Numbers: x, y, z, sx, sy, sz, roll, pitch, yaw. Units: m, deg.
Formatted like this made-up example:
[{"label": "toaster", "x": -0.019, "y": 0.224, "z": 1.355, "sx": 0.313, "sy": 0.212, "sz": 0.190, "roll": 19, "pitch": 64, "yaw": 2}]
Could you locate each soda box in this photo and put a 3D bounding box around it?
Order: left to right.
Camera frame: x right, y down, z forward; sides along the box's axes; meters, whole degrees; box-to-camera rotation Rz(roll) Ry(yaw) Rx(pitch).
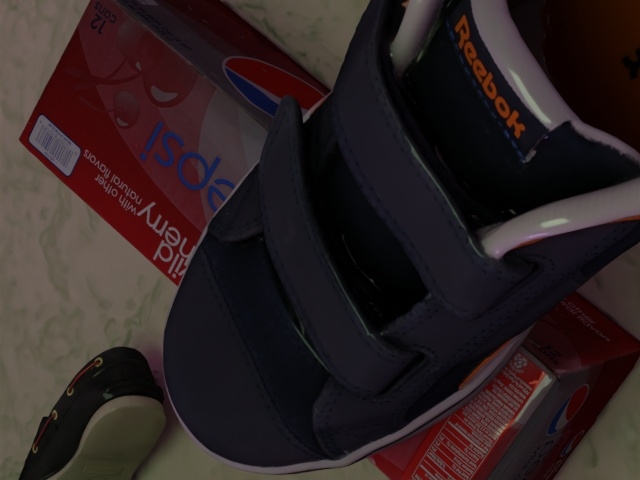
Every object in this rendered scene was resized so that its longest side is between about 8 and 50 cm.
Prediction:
[{"label": "soda box", "x": 0.000, "y": 0.000, "z": 0.735, "sx": 0.263, "sy": 0.092, "sz": 0.083, "roll": 41, "pitch": 113, "yaw": 23}]

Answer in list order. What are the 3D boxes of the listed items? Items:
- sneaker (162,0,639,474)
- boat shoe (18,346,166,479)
[{"label": "sneaker", "x": 0.045, "y": -0.025, "z": 0.587, "sx": 0.321, "sy": 0.127, "sz": 0.126, "roll": -38, "pitch": 72, "yaw": 23}, {"label": "boat shoe", "x": -0.117, "y": 0.105, "z": 0.860, "sx": 0.133, "sy": 0.049, "sz": 0.042, "roll": -52, "pitch": 40, "yaw": 34}]
